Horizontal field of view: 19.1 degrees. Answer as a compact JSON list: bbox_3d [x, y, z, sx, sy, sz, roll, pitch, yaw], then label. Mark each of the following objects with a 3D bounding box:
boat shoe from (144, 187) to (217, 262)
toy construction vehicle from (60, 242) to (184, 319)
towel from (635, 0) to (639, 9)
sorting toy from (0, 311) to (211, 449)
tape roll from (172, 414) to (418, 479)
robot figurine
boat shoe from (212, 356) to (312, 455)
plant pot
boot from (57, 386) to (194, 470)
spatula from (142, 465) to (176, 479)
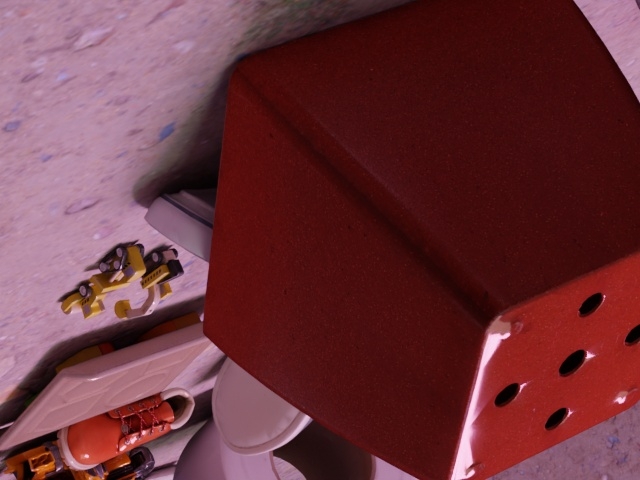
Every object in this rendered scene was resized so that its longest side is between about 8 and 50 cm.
[{"bbox_3d":[-0.038,-0.020,1.453,0.258,0.095,0.084,10,109,-62],"label":"boat shoe"},{"bbox_3d":[-0.152,0.038,1.507,0.098,0.035,0.086,-38,164,34],"label":"toy construction vehicle"},{"bbox_3d":[0.336,-0.119,1.492,0.121,0.235,0.283,-27,166,7],"label":"towel"},{"bbox_3d":[-0.192,0.124,1.756,0.193,0.038,0.208,-18,168,-38],"label":"sorting toy"},{"bbox_3d":[-0.031,0.278,2.190,0.246,0.246,0.169,-20,165,-32],"label":"tape roll"},{"bbox_3d":[-0.298,0.278,1.995,0.211,0.085,0.291,-18,164,-39],"label":"robot figurine"},{"bbox_3d":[-0.003,0.122,1.953,0.099,0.116,0.319,-11,153,-42],"label":"boat shoe"},{"bbox_3d":[0.100,0.009,1.301,0.267,0.236,0.267,-21,141,-27],"label":"plant pot"},{"bbox_3d":[-0.191,0.180,1.872,0.084,0.059,0.158,-18,-178,33],"label":"boot"},{"bbox_3d":[-0.208,0.325,2.490,0.168,0.019,0.242,-37,164,30],"label":"spatula"}]
